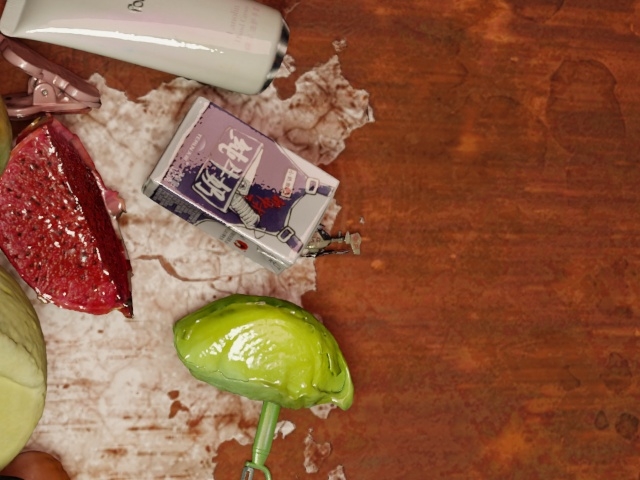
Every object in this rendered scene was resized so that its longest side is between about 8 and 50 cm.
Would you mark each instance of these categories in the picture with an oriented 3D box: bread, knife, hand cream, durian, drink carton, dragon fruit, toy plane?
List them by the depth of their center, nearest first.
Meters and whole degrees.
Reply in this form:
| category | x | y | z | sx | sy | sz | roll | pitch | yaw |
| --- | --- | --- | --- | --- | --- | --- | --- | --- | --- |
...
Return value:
| category | x | y | z | sx | sy | sz | roll | pitch | yaw |
| --- | --- | --- | --- | --- | --- | --- | --- | --- | --- |
| bread | -0.475 | 0.141 | 1.645 | 0.320 | 0.237 | 0.321 | -4 | 107 | -12 |
| dragon fruit | -0.325 | -0.023 | 1.785 | 0.126 | 0.161 | 0.274 | -20 | 105 | 12 |
| hand cream | -0.222 | -0.296 | 1.851 | 0.358 | 0.118 | 0.186 | 17 | 68 | -14 |
| drink carton | -0.105 | -0.069 | 1.860 | 0.222 | 0.102 | 0.134 | 31 | 73 | -7 |
| durian | -0.071 | 0.143 | 1.861 | 0.250 | 0.101 | 0.139 | 11 | 89 | -12 |
| knife | -0.067 | 0.267 | 1.900 | 0.054 | 0.015 | 0.212 | 16 | 79 | -19 |
| toy plane | 0.000 | 0.000 | 1.944 | 0.120 | 0.031 | 0.049 | -5 | 92 | -19 |

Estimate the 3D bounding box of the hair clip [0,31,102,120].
| category | x | y | z | sx | sy | sz | roll | pitch | yaw |
| --- | --- | --- | --- | --- | --- | --- | --- | --- | --- |
| hair clip | -0.346 | -0.210 | 1.795 | 0.138 | 0.123 | 0.102 | -4 | 115 | -16 |

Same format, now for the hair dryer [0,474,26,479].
| category | x | y | z | sx | sy | sz | roll | pitch | yaw |
| --- | --- | --- | --- | --- | --- | --- | --- | --- | --- |
| hair dryer | -0.509 | 0.293 | 1.520 | 0.284 | 0.156 | 0.320 | -40 | 120 | 22 |

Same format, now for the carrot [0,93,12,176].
| category | x | y | z | sx | sy | sz | roll | pitch | yaw |
| --- | --- | --- | --- | --- | --- | --- | --- | --- | --- |
| carrot | -0.522 | -0.174 | 1.631 | 0.224 | 0.224 | 0.340 | -42 | 78 | -19 |

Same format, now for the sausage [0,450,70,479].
| category | x | y | z | sx | sy | sz | roll | pitch | yaw |
| --- | --- | --- | --- | --- | --- | --- | --- | --- | --- |
| sausage | -0.422 | 0.343 | 1.709 | 0.259 | 0.113 | 0.114 | -24 | 93 | -20 |
